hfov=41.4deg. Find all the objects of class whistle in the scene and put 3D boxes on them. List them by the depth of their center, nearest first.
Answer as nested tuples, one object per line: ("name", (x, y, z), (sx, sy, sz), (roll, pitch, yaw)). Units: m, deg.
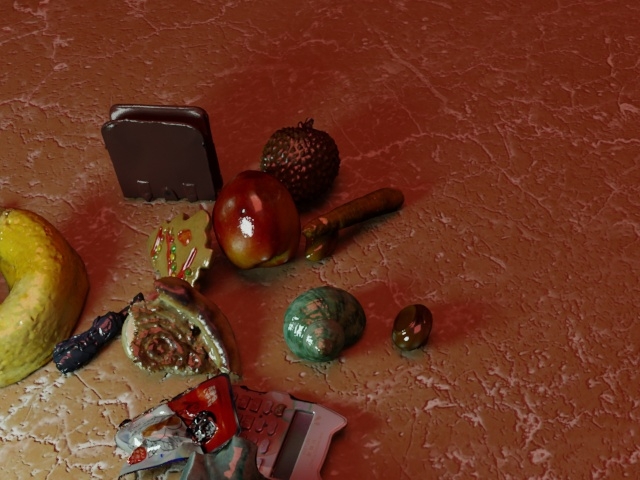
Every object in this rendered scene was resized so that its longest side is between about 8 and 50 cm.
("whistle", (-0.199, 0.547, 1.457), (0.168, 0.188, 0.405), (22, 56, -7))

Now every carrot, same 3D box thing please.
("carrot", (0.074, -0.065, 2.009), (0.314, 0.066, 0.066), (-20, 49, -34))

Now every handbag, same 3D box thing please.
("handbag", (-0.382, -0.208, 2.077), (0.260, 0.275, 0.084), (3, 49, 5))

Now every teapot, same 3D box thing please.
("teapot", (0.206, 0.190, 1.830), (0.098, 0.078, 0.129), (-32, 24, 30))

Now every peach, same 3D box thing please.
("peach", (-0.150, -0.050, 1.949), (0.199, 0.243, 0.243), (-17, 50, -4))

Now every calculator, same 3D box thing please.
("calculator", (-0.122, 0.397, 1.698), (0.329, 0.048, 0.220), (11, 53, 17))

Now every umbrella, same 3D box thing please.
("umbrella", (-0.483, 0.200, 1.877), (0.248, 0.071, 0.071), (-38, 57, -26))

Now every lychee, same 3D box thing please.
("lychee", (-0.050, -0.198, 2.101), (0.200, 0.200, 0.238), (5, 66, 9))

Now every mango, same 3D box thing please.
("mango", (0.000, 0.000, 2.010), (0.077, 0.063, 0.127), (14, 56, 7))

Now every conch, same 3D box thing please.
("conch", (0.009, 0.181, 1.821), (0.175, 0.122, 0.188), (24, 56, -7))

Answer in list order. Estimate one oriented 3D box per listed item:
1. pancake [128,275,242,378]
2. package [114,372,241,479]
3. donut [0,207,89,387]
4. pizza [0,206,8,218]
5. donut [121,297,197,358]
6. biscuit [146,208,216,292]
("pancake", (-0.285, 0.184, 1.815), (0.257, 0.056, 0.212), (8, 75, -10))
("package", (-0.288, 0.379, 1.688), (0.269, 0.071, 0.194), (-23, 43, -4))
("donut", (-0.731, 0.126, 1.880), (0.435, 0.163, 0.378), (-25, 59, -18))
("pizza", (-0.848, 0.010, 2.071), (0.127, 0.058, 0.246), (31, 59, 26))
("donut", (-0.363, 0.186, 1.868), (0.166, 0.065, 0.108), (-23, 75, -12))
("biscuit", (-0.331, 0.023, 1.966), (0.238, 0.041, 0.212), (12, 94, 40))
